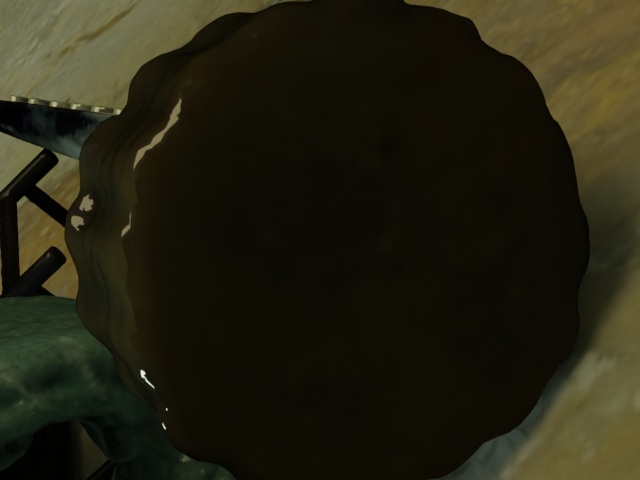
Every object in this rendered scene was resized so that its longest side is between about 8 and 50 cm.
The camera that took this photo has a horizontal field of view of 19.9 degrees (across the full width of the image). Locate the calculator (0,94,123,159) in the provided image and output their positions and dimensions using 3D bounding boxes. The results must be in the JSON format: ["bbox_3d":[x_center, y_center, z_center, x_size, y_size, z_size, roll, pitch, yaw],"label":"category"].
[{"bbox_3d":[-0.081,-0.054,1.057,0.268,0.177,0.040,17,95,49],"label":"calculator"}]

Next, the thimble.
[{"bbox_3d":[-0.144,0.133,0.929,0.235,0.198,0.143,-24,21,-17],"label":"thimble"}]

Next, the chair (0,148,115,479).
[{"bbox_3d":[-0.201,0.099,1.100,0.260,0.154,0.141,-41,29,15],"label":"chair"}]

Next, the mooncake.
[{"bbox_3d":[0.000,0.000,0.835,0.228,0.228,0.124,-56,20,-6],"label":"mooncake"}]
